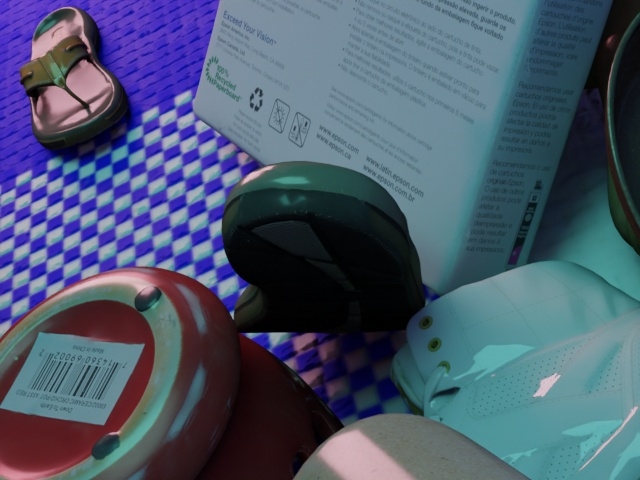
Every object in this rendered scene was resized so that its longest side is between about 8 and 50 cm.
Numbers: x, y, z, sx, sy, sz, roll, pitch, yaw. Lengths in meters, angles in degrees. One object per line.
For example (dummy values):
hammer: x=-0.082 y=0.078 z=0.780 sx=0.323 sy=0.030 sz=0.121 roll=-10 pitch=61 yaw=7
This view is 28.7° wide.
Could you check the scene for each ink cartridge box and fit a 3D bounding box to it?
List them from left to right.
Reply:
ink cartridge box: x=0.051 y=-0.177 z=0.788 sx=0.324 sy=0.071 sz=0.330 roll=39 pitch=118 yaw=49

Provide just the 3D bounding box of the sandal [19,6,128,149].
sandal: x=-0.226 y=-0.154 z=1.098 sx=0.090 sy=0.060 sz=0.219 roll=-28 pitch=42 yaw=8

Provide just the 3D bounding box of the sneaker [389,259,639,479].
sneaker: x=0.070 y=0.126 z=0.619 sx=0.292 sy=0.108 sz=0.169 roll=-36 pitch=39 yaw=-17

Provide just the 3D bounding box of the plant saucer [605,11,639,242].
plant saucer: x=0.217 y=-0.035 z=0.633 sx=0.036 sy=0.198 sz=0.198 roll=-35 pitch=24 yaw=59

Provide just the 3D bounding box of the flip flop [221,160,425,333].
flip flop: x=0.000 y=0.000 z=0.671 sx=0.112 sy=0.277 sz=0.080 roll=-1 pitch=73 yaw=4

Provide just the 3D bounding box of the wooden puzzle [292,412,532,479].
wooden puzzle: x=-0.002 y=0.231 z=0.287 sx=0.348 sy=0.080 sz=0.322 roll=-51 pitch=25 yaw=-6

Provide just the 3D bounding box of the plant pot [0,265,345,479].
plant pot: x=-0.090 y=0.125 z=0.666 sx=0.191 sy=0.174 sz=0.191 roll=-18 pitch=46 yaw=20

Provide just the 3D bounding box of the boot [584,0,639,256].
boot: x=0.140 y=-0.101 z=0.796 sx=0.269 sy=0.089 sz=0.236 roll=3 pitch=69 yaw=47
